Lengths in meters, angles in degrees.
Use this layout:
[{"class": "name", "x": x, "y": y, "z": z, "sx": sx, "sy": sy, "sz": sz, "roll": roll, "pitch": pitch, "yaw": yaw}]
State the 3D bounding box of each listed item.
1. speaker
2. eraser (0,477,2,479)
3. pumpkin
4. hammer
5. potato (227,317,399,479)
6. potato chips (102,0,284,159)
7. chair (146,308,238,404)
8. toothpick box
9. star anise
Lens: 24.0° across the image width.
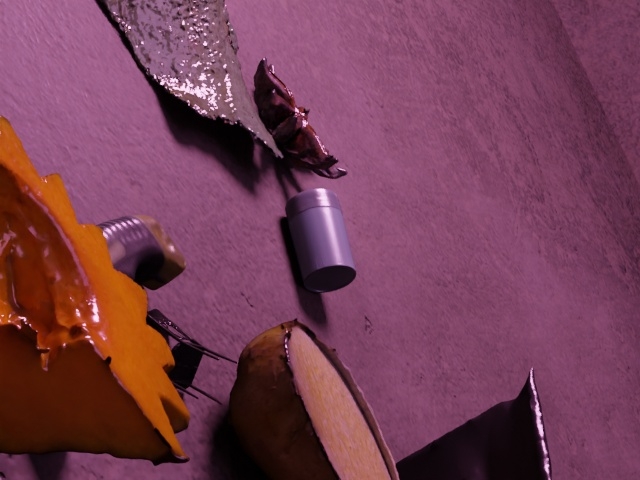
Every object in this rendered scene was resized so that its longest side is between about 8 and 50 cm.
[{"class": "speaker", "x": 0.208, "y": 0.301, "z": 1.294, "sx": 0.388, "sy": 0.184, "sz": 0.180, "roll": 46, "pitch": 27, "yaw": -33}, {"class": "eraser", "x": -0.227, "y": 0.179, "z": 0.679, "sx": 0.227, "sy": 0.081, "sz": 0.174, "roll": 11, "pitch": 57, "yaw": -62}, {"class": "pumpkin", "x": -0.196, "y": 0.041, "z": 0.872, "sx": 0.254, "sy": 0.149, "sz": 0.130, "roll": 56, "pitch": 4, "yaw": -13}, {"class": "hammer", "x": -0.164, "y": 0.031, "z": 1.026, "sx": 0.158, "sy": 0.041, "sz": 0.226, "roll": 60, "pitch": 24, "yaw": -6}, {"class": "potato", "x": -0.008, "y": 0.163, "z": 1.148, "sx": 0.200, "sy": 0.081, "sz": 0.164, "roll": 59, "pitch": 15, "yaw": -12}, {"class": "potato chips", "x": -0.111, "y": -0.172, "z": 1.348, "sx": 0.228, "sy": 0.059, "sz": 0.167, "roll": 34, "pitch": 46, "yaw": -47}, {"class": "chair", "x": -0.103, "y": 0.087, "z": 1.102, "sx": 0.086, "sy": 0.042, "sz": 0.037, "roll": 31, "pitch": 5, "yaw": 37}, {"class": "toothpick box", "x": 0.000, "y": 0.000, "z": 1.381, "sx": 0.052, "sy": 0.052, "sz": 0.083, "roll": 29, "pitch": 40, "yaw": -50}, {"class": "star anise", "x": -0.025, "y": -0.109, "z": 1.454, "sx": 0.141, "sy": 0.042, "sz": 0.141, "roll": 53, "pitch": 8, "yaw": -11}]
